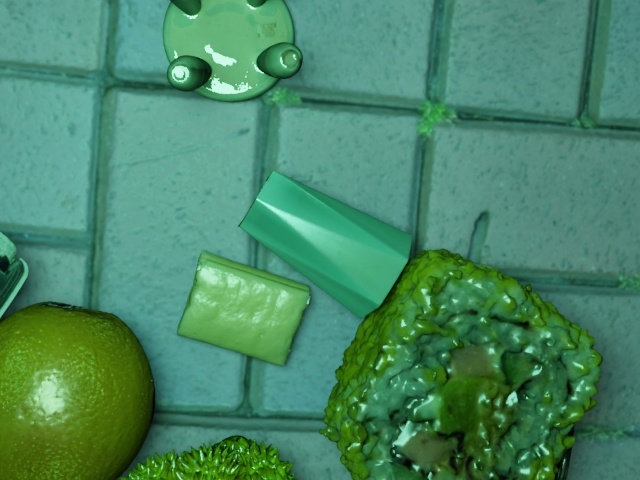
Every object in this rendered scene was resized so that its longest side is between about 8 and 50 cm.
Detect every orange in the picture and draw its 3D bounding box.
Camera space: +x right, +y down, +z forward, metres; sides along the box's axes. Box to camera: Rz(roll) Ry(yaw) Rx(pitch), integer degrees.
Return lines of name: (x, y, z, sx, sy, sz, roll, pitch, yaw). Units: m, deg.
orange: (-0.362, 0.219, 1.036, 0.274, 0.274, 0.274, -1, 95, -6)

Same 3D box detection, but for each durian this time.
durian: (-0.158, 0.408, 1.080, 0.291, 0.291, 0.224, -20, 61, -4)

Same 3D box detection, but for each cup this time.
cup: (0.000, 0.000, 1.127, 0.236, 0.134, 0.148, 29, 88, -4)

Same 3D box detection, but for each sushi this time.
sushi: (0.208, 0.233, 1.111, 0.351, 0.240, 0.396, 30, 88, -7)

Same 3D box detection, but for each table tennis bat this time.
table tennis bat: (0.373, 0.384, 1.204, 0.027, 0.150, 0.236, 13, 117, 15)

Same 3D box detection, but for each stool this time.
stool: (-0.125, -0.295, 1.047, 0.195, 0.199, 0.195, -9, 98, -6)

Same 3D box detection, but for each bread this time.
bread: (-0.116, 0.106, 1.153, 0.178, 0.060, 0.139, 17, 94, -8)

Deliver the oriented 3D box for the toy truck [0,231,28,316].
toy truck: (-0.597, 0.001, 0.976, 0.388, 0.207, 0.173, 39, 53, -19)
